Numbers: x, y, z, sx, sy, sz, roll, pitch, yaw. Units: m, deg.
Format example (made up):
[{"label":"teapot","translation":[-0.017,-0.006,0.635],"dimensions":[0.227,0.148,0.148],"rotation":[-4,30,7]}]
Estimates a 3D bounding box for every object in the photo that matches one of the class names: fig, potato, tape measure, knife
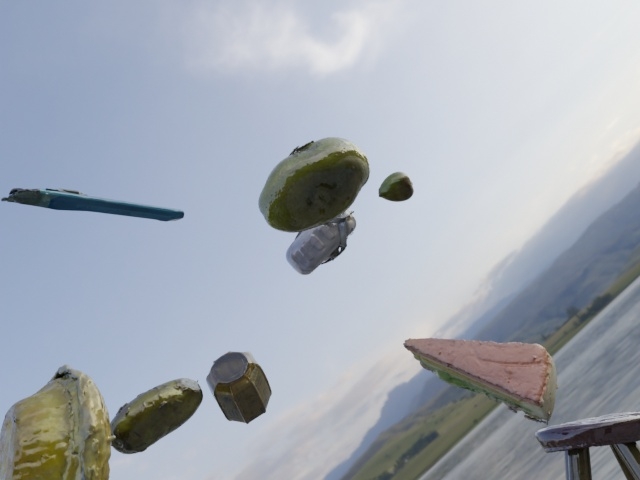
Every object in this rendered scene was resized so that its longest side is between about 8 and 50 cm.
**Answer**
[{"label":"fig","translation":[0.181,-0.127,1.452],"dimensions":[0.087,0.074,0.074],"rotation":[-18,-25,0]},{"label":"potato","translation":[-0.392,0.413,1.434],"dimensions":[0.251,0.113,0.149],"rotation":[-35,-29,-33]},{"label":"potato","translation":[-0.015,-0.115,1.229],"dimensions":[0.248,0.143,0.169],"rotation":[-35,-67,-8]},{"label":"tape measure","translation":[0.000,0.000,1.499],"dimensions":[0.197,0.120,0.236],"rotation":[-44,-2,-9]},{"label":"knife","translation":[-0.361,-0.057,0.987],"dimensions":[0.296,0.026,0.044],"rotation":[7,-37,-42]}]

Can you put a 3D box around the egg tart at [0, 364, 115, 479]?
[{"label":"egg tart","translation":[-0.529,0.433,1.149],"dimensions":[0.168,0.388,0.388],"rotation":[10,-53,-36]}]

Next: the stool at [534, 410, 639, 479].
[{"label":"stool","translation":[0.653,0.502,1.382],"dimensions":[0.271,0.179,0.272],"rotation":[-9,-18,-3]}]

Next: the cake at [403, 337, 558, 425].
[{"label":"cake","translation":[0.248,0.187,0.912],"dimensions":[0.090,0.225,0.109],"rotation":[-61,-35,-17]}]

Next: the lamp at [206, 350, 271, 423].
[{"label":"lamp","translation":[-0.222,0.404,1.646],"dimensions":[0.161,0.161,0.185],"rotation":[-32,-49,-23]}]
